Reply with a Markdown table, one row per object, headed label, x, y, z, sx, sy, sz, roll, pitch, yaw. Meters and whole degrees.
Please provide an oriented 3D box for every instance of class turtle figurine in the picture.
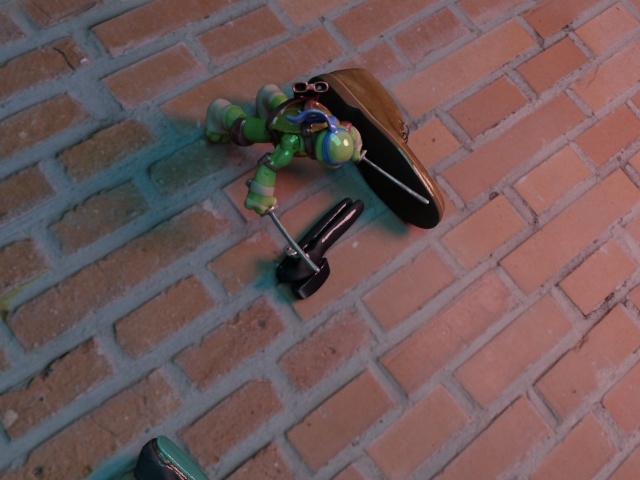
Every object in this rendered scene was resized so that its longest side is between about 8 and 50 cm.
| label | x | y | z | sx | sy | sz | roll | pitch | yaw |
| --- | --- | --- | --- | --- | --- | --- | --- | --- | --- |
| turtle figurine | -0.038 | -0.110 | 0.975 | 0.198 | 0.275 | 0.266 | -48 | 46 | -4 |

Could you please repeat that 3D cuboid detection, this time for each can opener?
| label | x | y | z | sx | sy | sz | roll | pitch | yaw |
| --- | --- | --- | --- | --- | --- | --- | --- | --- | --- |
| can opener | 0.000 | 0.000 | 1.007 | 0.059 | 0.073 | 0.186 | 14 | 55 | 35 |

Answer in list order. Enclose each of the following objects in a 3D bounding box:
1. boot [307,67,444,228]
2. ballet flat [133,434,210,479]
| label | x | y | z | sx | sy | sz | roll | pitch | yaw |
| --- | --- | --- | --- | --- | --- | --- | --- | --- | --- |
| boot | 0.111 | -0.157 | 1.070 | 0.115 | 0.112 | 0.305 | -28 | 76 | -33 |
| ballet flat | -0.146 | 0.325 | 0.830 | 0.203 | 0.074 | 0.074 | 40 | 65 | -3 |
